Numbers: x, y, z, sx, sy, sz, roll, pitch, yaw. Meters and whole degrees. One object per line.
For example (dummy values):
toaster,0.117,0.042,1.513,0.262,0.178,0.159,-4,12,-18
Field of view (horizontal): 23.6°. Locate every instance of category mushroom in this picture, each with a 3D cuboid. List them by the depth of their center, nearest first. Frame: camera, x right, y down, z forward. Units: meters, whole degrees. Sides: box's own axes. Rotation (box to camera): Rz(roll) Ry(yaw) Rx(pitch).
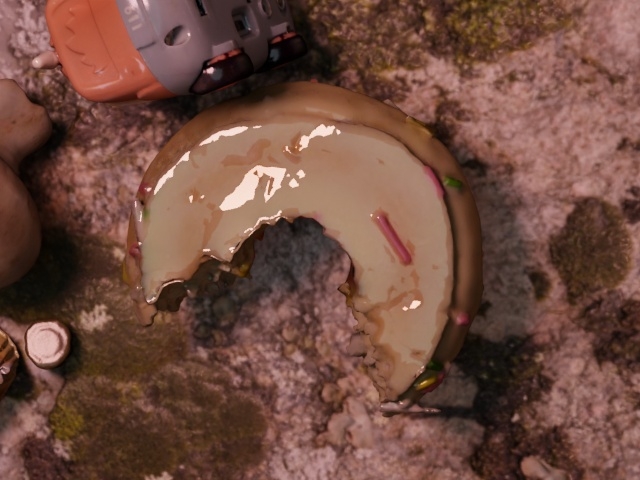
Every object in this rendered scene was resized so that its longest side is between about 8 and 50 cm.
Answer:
mushroom,-0.388,-0.069,1.632,0.243,0.243,0.243,1,95,9

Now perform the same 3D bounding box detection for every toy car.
toy car,-0.158,-0.227,1.552,0.212,0.270,0.180,-18,97,29

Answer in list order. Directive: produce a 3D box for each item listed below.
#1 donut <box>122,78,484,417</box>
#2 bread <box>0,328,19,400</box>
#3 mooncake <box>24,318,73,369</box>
donut,-0.005,-0.009,1.589,0.371,0.150,0.307,19,97,6
bread,-0.460,0.113,1.693,0.241,0.107,0.136,37,102,4
mooncake,-0.328,0.263,1.711,0.150,0.057,0.347,30,99,10
